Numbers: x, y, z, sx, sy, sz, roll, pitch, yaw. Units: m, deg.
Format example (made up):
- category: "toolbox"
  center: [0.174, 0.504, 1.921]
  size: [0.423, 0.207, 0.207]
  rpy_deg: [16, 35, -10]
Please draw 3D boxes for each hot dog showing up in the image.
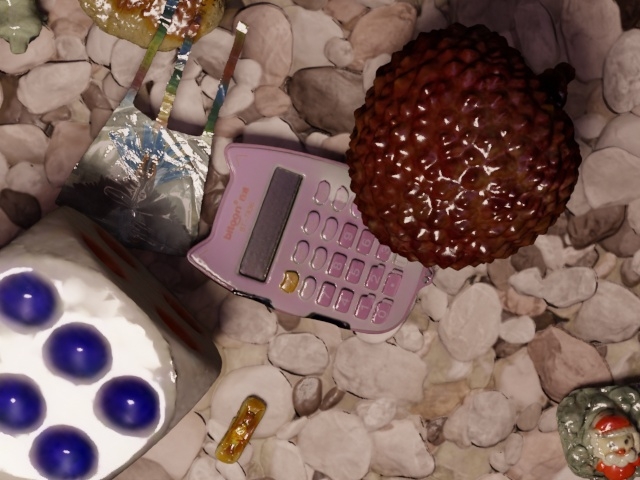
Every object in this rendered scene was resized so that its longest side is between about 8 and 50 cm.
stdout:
- category: "hot dog"
  center: [-0.097, 0.234, 1.276]
  size: [0.030, 0.034, 0.090]
  rpy_deg: [30, 91, -7]

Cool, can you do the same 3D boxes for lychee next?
- category: "lychee"
  center: [0.165, -0.107, 1.156]
  size: [0.300, 0.264, 0.264]
  rpy_deg: [-40, 97, -5]

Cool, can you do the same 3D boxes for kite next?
- category: "kite"
  center: [-0.174, -0.125, 1.217]
  size: [0.169, 0.015, 0.310]
  rpy_deg: [28, 107, -7]

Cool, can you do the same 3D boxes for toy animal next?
- category: "toy animal"
  center: [-0.364, -0.320, 1.166]
  size: [0.093, 0.121, 0.225]
  rpy_deg: [-20, 102, 5]

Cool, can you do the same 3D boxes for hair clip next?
- category: "hair clip"
  center: [0.459, 0.217, 1.294]
  size: [0.321, 0.091, 0.138]
  rpy_deg: [-18, 99, -2]

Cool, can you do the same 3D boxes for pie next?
- category: "pie"
  center: [-0.197, -0.305, 1.203]
  size: [0.193, 0.079, 0.163]
  rpy_deg: [28, 97, -9]

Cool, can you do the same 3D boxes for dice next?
- category: "dice"
  center: [-0.281, 0.122, 1.142]
  size: [0.243, 0.251, 0.259]
  rpy_deg: [-41, 97, 0]

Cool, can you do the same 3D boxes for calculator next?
- category: "calculator"
  center: [0.000, 0.000, 1.265]
  size: [0.294, 0.043, 0.194]
  rpy_deg: [19, 92, -10]
